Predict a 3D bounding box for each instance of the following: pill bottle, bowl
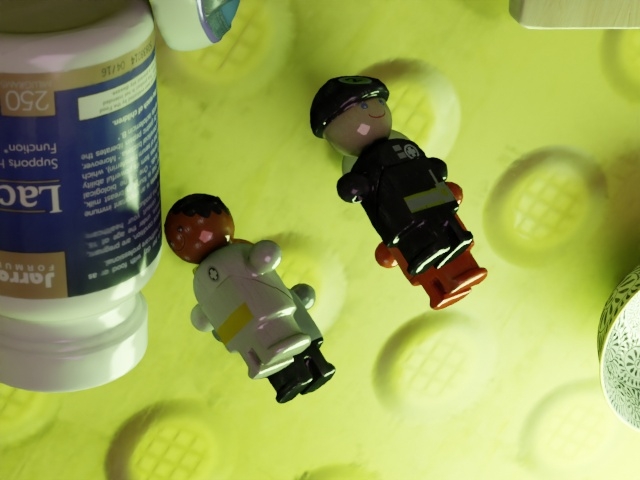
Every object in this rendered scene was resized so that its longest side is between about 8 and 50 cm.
[{"bbox_3d":[-0.184,-0.040,1.316,0.153,0.153,0.265,-9,120,-16],"label":"pill bottle"},{"bbox_3d":[0.290,0.069,1.598,0.170,0.080,0.170,-9,120,-15],"label":"bowl"}]

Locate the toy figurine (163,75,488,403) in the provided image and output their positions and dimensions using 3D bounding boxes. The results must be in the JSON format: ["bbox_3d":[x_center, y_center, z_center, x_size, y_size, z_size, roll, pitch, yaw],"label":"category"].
[{"bbox_3d":[0.000,0.000,1.377,0.209,0.148,0.213,-33,166,3],"label":"toy figurine"}]

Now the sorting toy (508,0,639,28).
[{"bbox_3d":[0.260,-0.287,1.387,0.255,0.089,0.257,-3,117,-20],"label":"sorting toy"}]

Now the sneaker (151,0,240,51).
[{"bbox_3d":[0.000,-0.247,1.222,0.236,0.130,0.323,-7,144,-3],"label":"sneaker"}]
